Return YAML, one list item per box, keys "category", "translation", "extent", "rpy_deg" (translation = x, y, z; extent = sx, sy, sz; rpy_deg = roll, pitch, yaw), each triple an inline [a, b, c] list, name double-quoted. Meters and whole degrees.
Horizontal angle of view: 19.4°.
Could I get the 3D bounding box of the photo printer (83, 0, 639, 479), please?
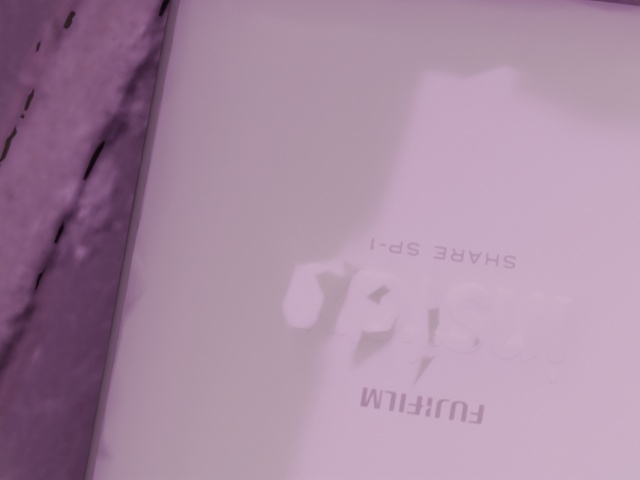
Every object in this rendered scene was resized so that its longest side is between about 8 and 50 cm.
- category: "photo printer"
  translation: [0.042, 0.057, 0.718]
  extent: [0.256, 0.107, 0.307]
  rpy_deg: [8, 78, 8]
